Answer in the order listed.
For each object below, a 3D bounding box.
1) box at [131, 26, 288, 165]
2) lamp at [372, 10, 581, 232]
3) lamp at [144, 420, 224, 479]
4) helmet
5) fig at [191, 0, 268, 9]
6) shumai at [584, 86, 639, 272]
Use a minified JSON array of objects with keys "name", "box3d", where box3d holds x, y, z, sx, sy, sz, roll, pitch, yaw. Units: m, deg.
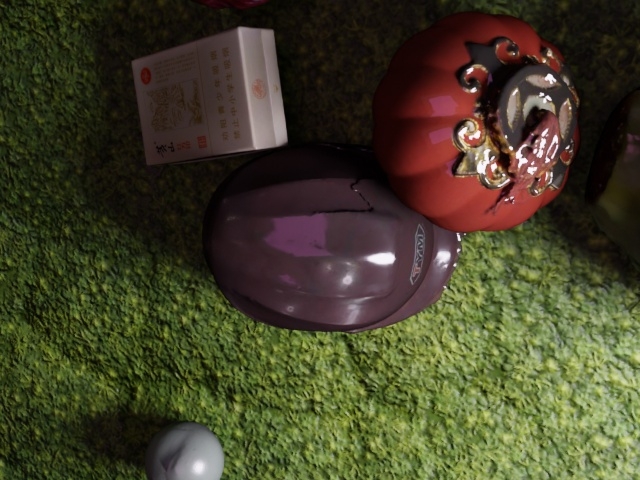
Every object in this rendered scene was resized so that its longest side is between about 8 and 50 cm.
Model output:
[{"name":"box","box3d":[-0.136,-0.166,0.906,0.201,0.058,0.140,-4,96,40]},{"name":"lamp","box3d":[0.164,-0.119,0.772,0.227,0.227,0.226,3,98,17]},{"name":"lamp","box3d":[-0.178,0.290,0.995,0.105,0.105,0.105,3,98,17]},{"name":"helmet","box3d":[0.000,0.000,0.863,0.306,0.177,0.224,3,97,18]},{"name":"fig","box3d":[-0.116,-0.382,0.828,0.224,0.224,0.263,-22,86,19]},{"name":"shumai","box3d":[0.410,-0.047,0.746,0.263,0.304,0.309,45,114,44]}]
